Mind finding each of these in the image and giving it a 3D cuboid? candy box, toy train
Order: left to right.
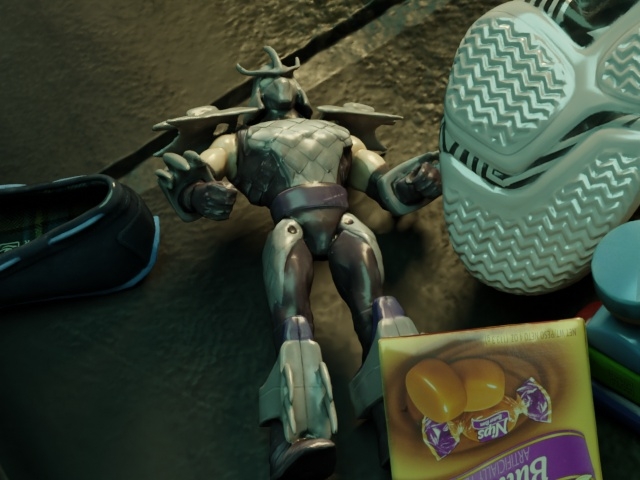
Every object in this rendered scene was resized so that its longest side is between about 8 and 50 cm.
[{"bbox_3d":[0.093,0.138,0.882,0.109,0.053,0.186,-6,86,2],"label":"candy box"},{"bbox_3d":[0.236,-0.016,0.942,0.105,0.143,0.248,32,70,28],"label":"toy train"}]

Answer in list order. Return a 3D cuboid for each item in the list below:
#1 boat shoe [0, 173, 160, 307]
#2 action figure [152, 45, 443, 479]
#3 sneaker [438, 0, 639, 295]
[{"bbox_3d":[-0.236,-0.006,1.084,0.258,0.089,0.109,-15,56,4],"label":"boat shoe"},{"bbox_3d":[0.000,0.000,1.010,0.185,0.099,0.285,-8,63,-13],"label":"action figure"},{"bbox_3d":[0.191,-0.135,1.025,0.137,0.210,0.365,17,90,23],"label":"sneaker"}]
